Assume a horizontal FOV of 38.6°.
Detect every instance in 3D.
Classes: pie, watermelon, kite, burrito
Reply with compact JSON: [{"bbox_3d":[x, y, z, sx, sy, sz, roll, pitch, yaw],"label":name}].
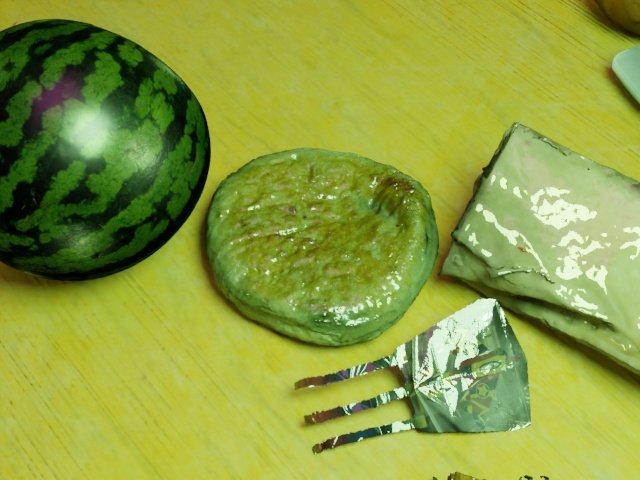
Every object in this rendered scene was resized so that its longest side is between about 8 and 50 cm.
[{"bbox_3d":[0.000,0.000,1.053,0.277,0.078,0.277,-2,51,3],"label":"pie"},{"bbox_3d":[-0.270,-0.096,0.988,0.285,0.285,0.285,0,54,-1],"label":"watermelon"},{"bbox_3d":[0.099,0.152,0.946,0.245,0.015,0.141,-15,80,-6],"label":"kite"},{"bbox_3d":[0.304,0.033,0.989,0.332,0.135,0.190,30,74,16],"label":"burrito"}]

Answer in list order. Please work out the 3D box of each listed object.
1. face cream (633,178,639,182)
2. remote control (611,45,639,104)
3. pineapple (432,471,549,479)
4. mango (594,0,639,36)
[{"bbox_3d":[0.367,-0.038,1.113,0.115,0.020,0.038,-38,62,-26],"label":"face cream"},{"bbox_3d":[0.539,-0.235,1.245,0.293,0.051,0.103,-14,56,-16],"label":"remote control"},{"bbox_3d":[0.199,0.291,0.789,0.249,0.164,0.140,23,64,11],"label":"pineapple"},{"bbox_3d":[0.498,-0.354,1.277,0.248,0.151,0.156,-3,13,-13],"label":"mango"}]
